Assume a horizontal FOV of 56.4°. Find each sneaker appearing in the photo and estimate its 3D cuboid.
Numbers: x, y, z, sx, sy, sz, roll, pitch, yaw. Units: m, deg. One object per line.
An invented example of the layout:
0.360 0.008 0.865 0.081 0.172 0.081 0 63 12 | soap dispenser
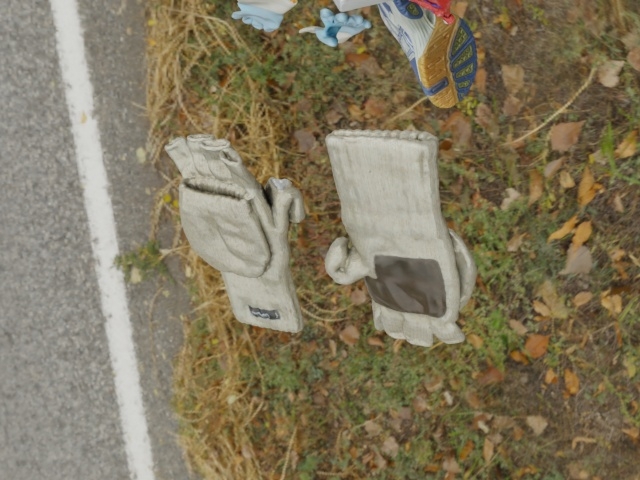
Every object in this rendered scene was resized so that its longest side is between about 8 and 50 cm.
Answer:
0.173 -0.367 1.018 0.296 0.112 0.131 59 176 -37 | sneaker

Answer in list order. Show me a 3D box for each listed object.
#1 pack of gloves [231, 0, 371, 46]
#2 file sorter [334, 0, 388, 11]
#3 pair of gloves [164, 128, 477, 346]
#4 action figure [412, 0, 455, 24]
-0.036 -0.314 0.892 0.232 0.195 0.046 -130 48 -75 | pack of gloves
0.125 -0.460 0.793 0.173 0.278 0.192 93 157 -58 | file sorter
0.000 0.000 0.470 0.240 0.042 0.204 1 132 30 | pair of gloves
0.114 -0.289 0.680 0.115 0.038 0.030 37 151 -21 | action figure
